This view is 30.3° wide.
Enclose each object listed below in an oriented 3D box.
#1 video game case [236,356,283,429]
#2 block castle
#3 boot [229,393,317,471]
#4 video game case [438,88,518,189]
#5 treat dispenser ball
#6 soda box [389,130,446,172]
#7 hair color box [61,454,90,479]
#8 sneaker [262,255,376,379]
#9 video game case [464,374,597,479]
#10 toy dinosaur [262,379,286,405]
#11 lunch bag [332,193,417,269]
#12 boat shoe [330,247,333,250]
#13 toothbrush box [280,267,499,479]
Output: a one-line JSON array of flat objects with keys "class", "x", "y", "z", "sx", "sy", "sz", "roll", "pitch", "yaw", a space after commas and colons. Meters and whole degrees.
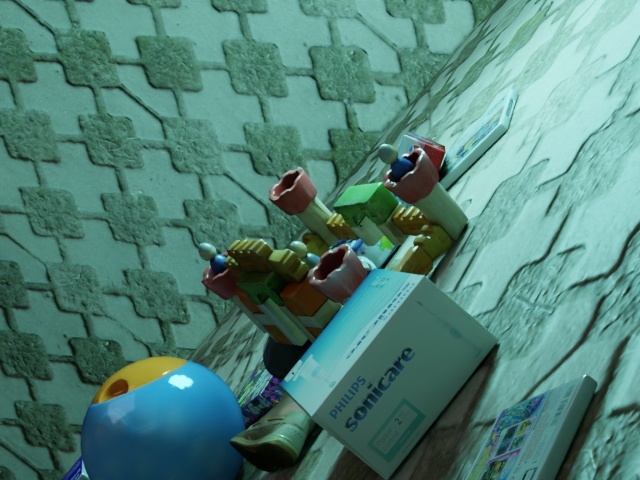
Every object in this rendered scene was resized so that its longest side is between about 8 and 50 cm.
[{"class": "video game case", "x": -0.105, "y": 0.279, "z": 2.369, "sx": 0.210, "sy": 0.042, "sz": 0.232, "roll": -45, "pitch": 9, "yaw": 48}, {"class": "block castle", "x": 0.000, "y": 0.000, "z": 2.016, "sx": 0.303, "sy": 0.213, "sz": 0.453, "roll": -52, "pitch": 24, "yaw": -22}, {"class": "boot", "x": -0.054, "y": 0.282, "z": 1.892, "sx": 0.165, "sy": 0.077, "sz": 0.213, "roll": -54, "pitch": 13, "yaw": -25}, {"class": "video game case", "x": 0.304, "y": -0.192, "z": 2.314, "sx": 0.201, "sy": 0.023, "sz": 0.183, "roll": -45, "pitch": 9, "yaw": 31}, {"class": "treat dispenser ball", "x": -0.273, "y": 0.348, "z": 2.071, "sx": 0.288, "sy": 0.288, "sz": 0.288, "roll": -50, "pitch": 7, "yaw": 8}, {"class": "soda box", "x": 0.197, "y": -0.164, "z": 2.378, "sx": 0.263, "sy": 0.092, "sz": 0.083, "roll": -50, "pitch": -18, "yaw": -81}, {"class": "hair color box", "x": -0.485, "y": 0.582, "z": 2.613, "sx": 0.110, "sy": 0.185, "sz": 0.339, "roll": -52, "pitch": 7, "yaw": -10}, {"class": "sneaker", "x": 0.003, "y": 0.146, "z": 2.139, "sx": 0.281, "sy": 0.106, "sz": 0.162, "roll": -50, "pitch": 10, "yaw": 1}, {"class": "video game case", "x": 0.178, "y": 0.202, "z": 1.075, "sx": 0.157, "sy": 0.019, "sz": 0.143, "roll": -56, "pitch": 8, "yaw": -32}, {"class": "toy dinosaur", "x": -0.073, "y": 0.281, "z": 2.177, "sx": 0.090, "sy": 0.047, "sz": 0.082, "roll": -41, "pitch": 24, "yaw": -9}, {"class": "lunch bag", "x": 0.102, "y": -0.009, "z": 2.379, "sx": 0.176, "sy": 0.090, "sz": 0.219, "roll": -55, "pitch": 7, "yaw": -12}, {"class": "boat shoe", "x": 0.023, "y": 0.042, "z": 2.719, "sx": 0.219, "sy": 0.078, "sz": 0.070, "roll": -43, "pitch": 44, "yaw": 27}, {"class": "toothbrush box", "x": 0.076, "y": 0.157, "z": 1.506, "sx": 0.216, "sy": 0.126, "sz": 0.295, "roll": -51, "pitch": 6, "yaw": -6}]
